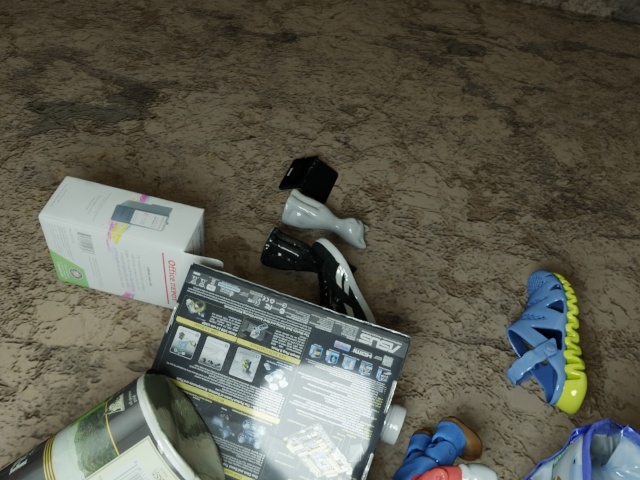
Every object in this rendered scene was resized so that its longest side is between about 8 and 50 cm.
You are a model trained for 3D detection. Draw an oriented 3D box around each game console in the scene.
[{"bbox_3d":[-0.030,-0.150,1.505,0.107,0.071,0.122,-4,41,29],"label":"game console"}]

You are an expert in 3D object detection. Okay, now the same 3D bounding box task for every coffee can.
[{"bbox_3d":[-0.305,0.345,0.847,0.275,0.201,0.201,-34,58,-4],"label":"coffee can"}]

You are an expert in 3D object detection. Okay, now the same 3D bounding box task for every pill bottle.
[{"bbox_3d":[0.063,0.301,1.068,0.169,0.094,0.094,20,50,10],"label":"pill bottle"}]

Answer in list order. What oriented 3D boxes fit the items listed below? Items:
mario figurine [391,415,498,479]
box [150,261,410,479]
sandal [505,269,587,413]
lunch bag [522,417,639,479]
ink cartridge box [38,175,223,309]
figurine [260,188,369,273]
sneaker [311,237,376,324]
[{"bbox_3d":[0.151,0.415,0.902,0.170,0.198,0.320,24,27,24],"label":"mario figurine"},{"bbox_3d":[-0.083,0.247,0.997,0.395,0.097,0.318,17,80,8],"label":"box"},{"bbox_3d":[0.444,0.186,1.207,0.138,0.126,0.317,8,47,4],"label":"sandal"},{"bbox_3d":[0.401,0.481,0.802,0.239,0.327,0.385,-2,47,-15],"label":"lunch bag"},{"bbox_3d":[-0.345,0.019,1.183,0.354,0.207,0.119,14,49,2],"label":"ink cartridge box"},{"bbox_3d":[0.000,0.000,1.338,0.210,0.092,0.214,23,49,1],"label":"figurine"},{"bbox_3d":[0.012,0.109,1.197,0.121,0.079,0.216,-27,82,-19],"label":"sneaker"}]
